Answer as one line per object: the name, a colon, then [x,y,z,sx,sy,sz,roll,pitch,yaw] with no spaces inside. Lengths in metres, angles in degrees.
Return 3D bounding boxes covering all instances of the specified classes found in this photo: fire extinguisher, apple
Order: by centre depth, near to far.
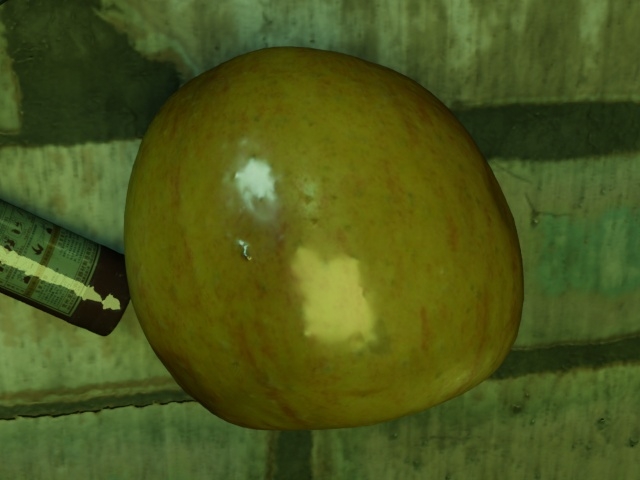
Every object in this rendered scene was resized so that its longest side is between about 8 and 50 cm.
apple: [0.000,0.000,0.830,0.299,0.299,0.275,-12,85,-5]
fire extinguisher: [-0.259,-0.010,0.892,0.231,0.071,0.099,28,76,-18]

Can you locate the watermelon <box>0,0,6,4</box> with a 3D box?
watermelon: [-0.247,-0.208,0.810,0.155,0.101,0.080,-17,102,-14]
